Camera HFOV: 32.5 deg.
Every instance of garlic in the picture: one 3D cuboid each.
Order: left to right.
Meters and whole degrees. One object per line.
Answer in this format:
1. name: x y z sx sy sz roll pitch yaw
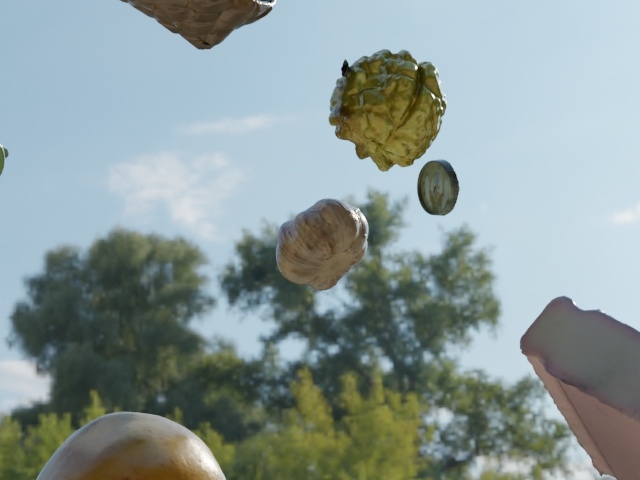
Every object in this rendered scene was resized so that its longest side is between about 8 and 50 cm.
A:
1. garlic: 0.000 0.000 1.609 0.147 0.102 0.159 -30 -28 -3

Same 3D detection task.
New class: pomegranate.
1. pomegranate: -0.227 0.339 1.346 0.264 0.264 0.264 -5 -24 -2

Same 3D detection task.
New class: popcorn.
1. popcorn: 0.091 -0.191 1.543 0.142 0.173 0.173 -1 -20 -46

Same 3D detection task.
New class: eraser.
1. eraser: 0.455 0.259 1.523 0.272 0.122 0.359 29 -17 48

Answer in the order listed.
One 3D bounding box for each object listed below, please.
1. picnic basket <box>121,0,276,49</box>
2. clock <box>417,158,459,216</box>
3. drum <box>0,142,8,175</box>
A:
1. picnic basket: -0.137 -0.437 1.383 0.337 0.293 0.337 -13 -25 -6
2. clock: 0.171 -0.077 1.607 0.017 0.085 0.085 -3 -22 -31
3. drum: -0.594 -0.080 1.938 0.130 0.253 0.049 -23 21 -26
